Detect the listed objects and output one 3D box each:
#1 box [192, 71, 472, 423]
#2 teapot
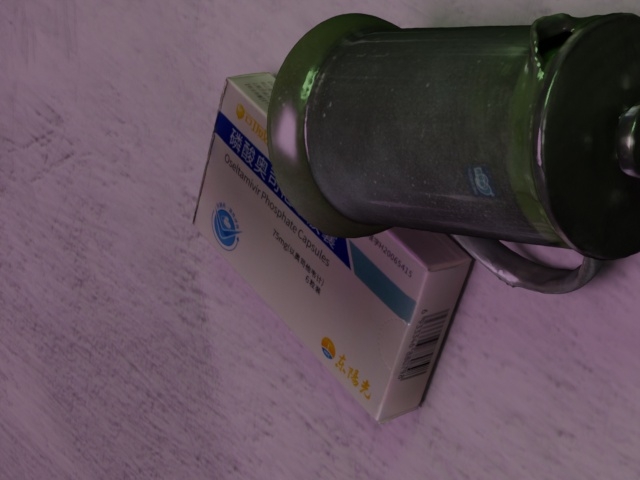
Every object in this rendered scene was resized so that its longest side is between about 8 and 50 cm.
[{"bbox_3d":[0.000,0.000,1.499,0.343,0.065,0.200,45,134,35],"label":"box"},{"bbox_3d":[0.146,-0.064,1.200,0.337,0.200,0.270,8,133,50],"label":"teapot"}]
